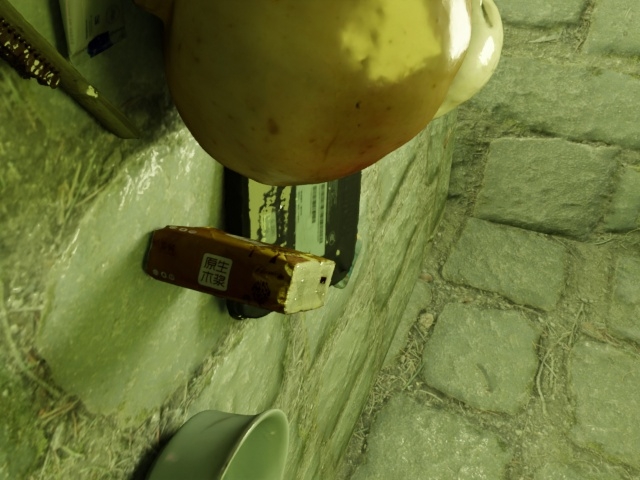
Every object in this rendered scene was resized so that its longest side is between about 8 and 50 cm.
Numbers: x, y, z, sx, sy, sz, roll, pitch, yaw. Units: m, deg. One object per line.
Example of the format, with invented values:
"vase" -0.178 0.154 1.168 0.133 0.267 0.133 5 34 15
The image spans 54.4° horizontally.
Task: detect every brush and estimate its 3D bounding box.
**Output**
"brush" -0.261 -0.158 0.626 0.036 0.043 0.248 -64 161 -12

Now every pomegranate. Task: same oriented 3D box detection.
"pomegranate" -0.032 -0.265 0.737 0.411 0.412 0.410 15 90 -72

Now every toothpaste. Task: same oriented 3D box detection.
"toothpaste" -0.224 -0.328 0.572 0.100 0.066 0.323 -62 163 -49

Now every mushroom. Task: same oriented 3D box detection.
"mushroom" 0.271 -0.460 1.553 0.353 0.354 0.324 -42 127 -59

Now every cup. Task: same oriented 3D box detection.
"cup" -0.198 0.436 1.079 0.347 0.163 0.346 15 90 -71

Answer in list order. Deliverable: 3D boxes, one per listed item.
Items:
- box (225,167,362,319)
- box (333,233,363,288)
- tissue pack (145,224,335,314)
"box" -0.045 -0.045 1.182 0.350 0.091 0.358 -22 121 -51
"box" 0.000 0.000 1.386 0.285 0.044 0.142 37 69 -49
"tissue pack" -0.114 0.042 0.917 0.183 0.226 0.091 10 96 -71
